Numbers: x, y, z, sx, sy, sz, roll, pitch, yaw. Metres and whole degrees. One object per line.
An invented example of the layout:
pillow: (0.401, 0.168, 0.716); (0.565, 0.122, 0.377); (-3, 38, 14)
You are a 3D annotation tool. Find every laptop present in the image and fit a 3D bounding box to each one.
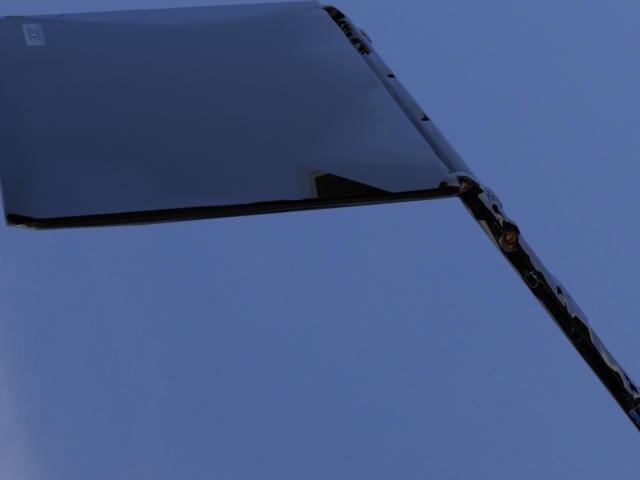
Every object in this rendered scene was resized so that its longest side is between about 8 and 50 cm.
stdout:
laptop: (0.000, 0.000, 0.747); (0.136, 0.234, 0.264); (-37, -63, 5)
